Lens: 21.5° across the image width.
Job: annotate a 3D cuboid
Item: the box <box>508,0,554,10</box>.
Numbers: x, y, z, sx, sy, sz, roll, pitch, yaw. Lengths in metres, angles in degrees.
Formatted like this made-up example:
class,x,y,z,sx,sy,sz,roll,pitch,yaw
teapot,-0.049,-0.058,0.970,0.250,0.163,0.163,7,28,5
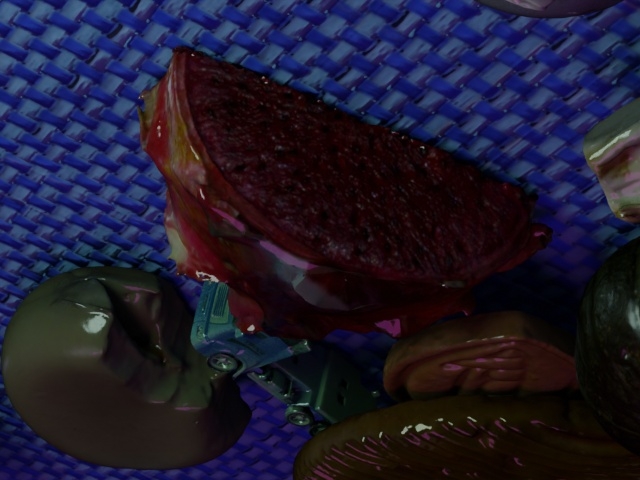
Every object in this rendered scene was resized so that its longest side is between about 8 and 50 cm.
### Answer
class,x,y,z,sx,sy,sz,roll,pitch,yaw
box,0.116,-0.255,0.588,0.145,0.173,0.333,22,145,-17

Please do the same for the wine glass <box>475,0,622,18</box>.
class,x,y,z,sx,sy,sz,roll,pitch,yaw
wine glass,0.105,-0.154,0.806,0.222,0.103,0.103,26,144,-18

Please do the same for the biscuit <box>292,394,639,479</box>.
class,x,y,z,sx,sy,sz,roll,pitch,yaw
biscuit,0.136,0.187,1.276,0.318,0.040,0.318,1,154,0

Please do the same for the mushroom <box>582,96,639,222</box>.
class,x,y,z,sx,sy,sz,roll,pitch,yaw
mushroom,0.281,-0.097,0.823,0.122,0.095,0.351,7,152,-42

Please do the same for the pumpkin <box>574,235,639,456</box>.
class,x,y,z,sx,sy,sz,roll,pitch,yaw
pumpkin,0.213,0.056,1.050,0.107,0.119,0.183,20,140,-13

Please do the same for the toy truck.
class,x,y,z,sx,sy,sz,roll,pitch,yaw
toy truck,-0.008,0.085,1.209,0.081,0.067,0.175,-19,135,36

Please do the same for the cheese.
class,x,y,z,sx,sy,sz,roll,pitch,yaw
cheese,-0.152,0.094,1.250,0.175,0.091,0.202,2,145,13

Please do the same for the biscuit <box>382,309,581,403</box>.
class,x,y,z,sx,sy,sz,roll,pitch,yaw
biscuit,0.114,0.094,1.167,0.142,0.029,0.221,3,159,-1

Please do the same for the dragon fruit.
class,x,y,z,sx,sy,sz,roll,pitch,yaw
dragon fruit,-0.004,0.011,1.049,0.274,0.126,0.161,22,144,-12
